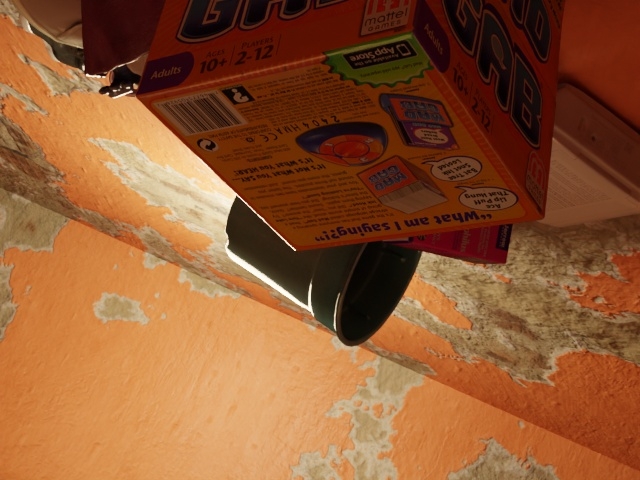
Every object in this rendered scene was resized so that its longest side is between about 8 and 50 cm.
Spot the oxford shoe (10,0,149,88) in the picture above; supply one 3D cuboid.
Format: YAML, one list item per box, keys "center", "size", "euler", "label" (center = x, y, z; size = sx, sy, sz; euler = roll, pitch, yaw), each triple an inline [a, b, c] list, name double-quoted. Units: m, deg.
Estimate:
- center: [-0.375, -0.396, 1.984]
  size: [0.130, 0.169, 0.449]
  euler: [14, 166, 42]
  label: "oxford shoe"

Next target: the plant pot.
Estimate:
- center: [0.000, 0.000, 2.355]
  size: [0.334, 0.341, 0.341]
  euler: [27, 164, 25]
  label: "plant pot"

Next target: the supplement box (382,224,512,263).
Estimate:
- center: [0.245, -0.028, 2.120]
  size: [0.220, 0.111, 0.114]
  euler: [12, 174, -24]
  label: "supplement box"

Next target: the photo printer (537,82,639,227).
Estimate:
- center: [0.372, -0.126, 1.791]
  size: [0.256, 0.107, 0.307]
  euler: [33, 162, -18]
  label: "photo printer"

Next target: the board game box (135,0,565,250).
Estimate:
- center: [0.059, -0.241, 1.354]
  size: [0.356, 0.356, 0.356]
  euler: [-8, 146, 31]
  label: "board game box"

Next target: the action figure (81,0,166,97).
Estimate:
- center: [-0.257, -0.398, 1.475]
  size: [0.248, 0.370, 0.276]
  euler: [-18, 178, 7]
  label: "action figure"

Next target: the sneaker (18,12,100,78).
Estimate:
- center: [-0.488, -0.417, 2.192]
  size: [0.146, 0.105, 0.296]
  euler: [21, 168, 10]
  label: "sneaker"
